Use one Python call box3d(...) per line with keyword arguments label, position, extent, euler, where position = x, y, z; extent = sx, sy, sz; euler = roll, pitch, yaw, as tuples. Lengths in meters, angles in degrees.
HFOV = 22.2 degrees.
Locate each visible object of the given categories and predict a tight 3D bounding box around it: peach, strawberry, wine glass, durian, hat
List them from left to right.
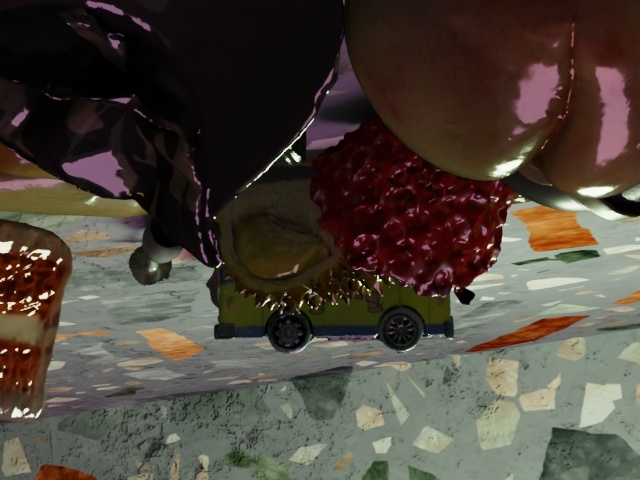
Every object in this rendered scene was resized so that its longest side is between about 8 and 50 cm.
box3d(label="hat", position=(-0.165, -0.167, 1.253), extent=(0.366, 0.257, 0.381), euler=(30, 115, -28))
box3d(label="wine glass", position=(-0.215, 0.008, 2.191), extent=(0.066, 0.066, 0.198), euler=(-3, 166, -15))
box3d(label="durian", position=(0.000, 0.000, 1.926), extent=(0.306, 0.166, 0.172), euler=(1, -172, 39))
box3d(label="strawberry", position=(0.114, -0.068, 1.713), extent=(0.234, 0.234, 0.178), euler=(0, 140, -26))
box3d(label="peach", position=(0.161, -0.160, 1.155), extent=(0.292, 0.247, 0.292), euler=(14, 169, 3))

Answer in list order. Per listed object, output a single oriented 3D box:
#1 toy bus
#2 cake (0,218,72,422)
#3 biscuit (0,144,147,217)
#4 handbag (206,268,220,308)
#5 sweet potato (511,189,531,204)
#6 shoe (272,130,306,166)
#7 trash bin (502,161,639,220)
box3d(label="toy bus", position=(0.020, 0.048, 2.111), extent=(0.312, 0.190, 0.152), euler=(-1, -179, 4))
box3d(label="cake", position=(-0.463, 0.075, 1.852), extent=(0.230, 0.237, 0.309), euler=(7, 175, 29))
box3d(label="biscuit", position=(-0.258, -0.075, 1.773), extent=(0.291, 0.062, 0.237), euler=(5, 165, -37))
box3d(label="handbag", position=(-0.075, 0.050, 2.327), extent=(0.182, 0.117, 0.270), euler=(9, 167, -4))
box3d(label="sweet potato", position=(0.204, -0.078, 1.981), extent=(0.075, 0.074, 0.269), euler=(5, 174, -43))
box3d(label="shoe", position=(-0.086, -0.139, 1.459), extent=(0.093, 0.108, 0.241), euler=(-9, 161, 18))
box3d(label="trash bin", position=(0.284, -0.136, 1.407), extent=(0.334, 0.214, 0.214), euler=(-20, 163, 32))
